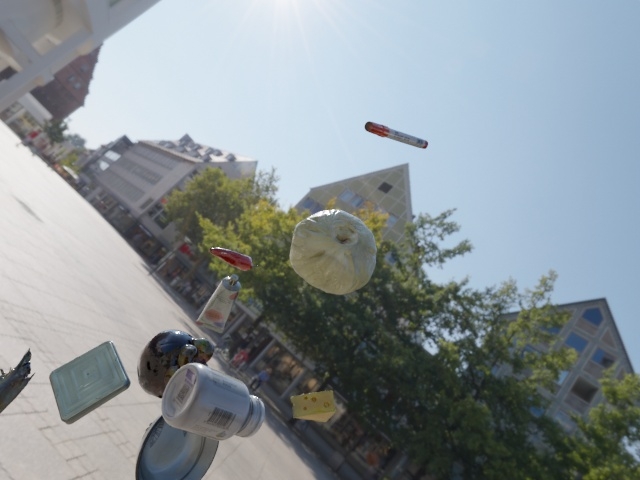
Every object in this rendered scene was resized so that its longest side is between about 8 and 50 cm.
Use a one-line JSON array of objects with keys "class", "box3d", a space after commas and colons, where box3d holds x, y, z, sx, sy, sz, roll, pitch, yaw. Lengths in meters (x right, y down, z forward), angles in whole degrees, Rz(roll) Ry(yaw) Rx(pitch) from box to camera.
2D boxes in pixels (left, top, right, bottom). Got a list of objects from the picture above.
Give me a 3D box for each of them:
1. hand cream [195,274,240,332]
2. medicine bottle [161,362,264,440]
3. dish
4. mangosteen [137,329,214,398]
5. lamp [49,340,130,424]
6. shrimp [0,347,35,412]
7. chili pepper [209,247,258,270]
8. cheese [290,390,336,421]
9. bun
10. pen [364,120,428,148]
[{"class": "hand cream", "box3d": [-0.417, 0.268, 1.792, 0.124, 0.341, 0.078, 23, 32, -14]}, {"class": "medicine bottle", "box3d": [-0.229, 0.369, 0.956, 0.215, 0.135, 0.135, 41, -12, -38]}, {"class": "dish", "box3d": [-0.479, 0.665, 1.388, 0.106, 0.316, 0.316, 3, -39, 37]}, {"class": "mangosteen", "box3d": [-0.427, 0.361, 1.247, 0.210, 0.210, 0.210, 39, -17, 14]}, {"class": "lamp", "box3d": [-0.942, 0.568, 1.747, 0.269, 0.266, 0.047, 41, -29, 37]}, {"class": "shrimp", "box3d": [-0.776, 0.331, 0.959, 0.173, 0.253, 0.058, 28, -53, -9]}, {"class": "chili pepper", "box3d": [-0.353, 0.081, 1.794, 0.272, 0.071, 0.063, 29, 39, -51]}, {"class": "cheese", "box3d": [-0.039, 0.688, 1.768, 0.126, 0.171, 0.093, 120, -33, -43]}, {"class": "bun", "box3d": [0.045, 0.027, 1.113, 0.244, 0.244, 0.153, 45, -32, -8]}, {"class": "pen", "box3d": [0.193, -0.257, 1.056, 0.239, 0.028, 0.028, 2, 19, -44]}]
